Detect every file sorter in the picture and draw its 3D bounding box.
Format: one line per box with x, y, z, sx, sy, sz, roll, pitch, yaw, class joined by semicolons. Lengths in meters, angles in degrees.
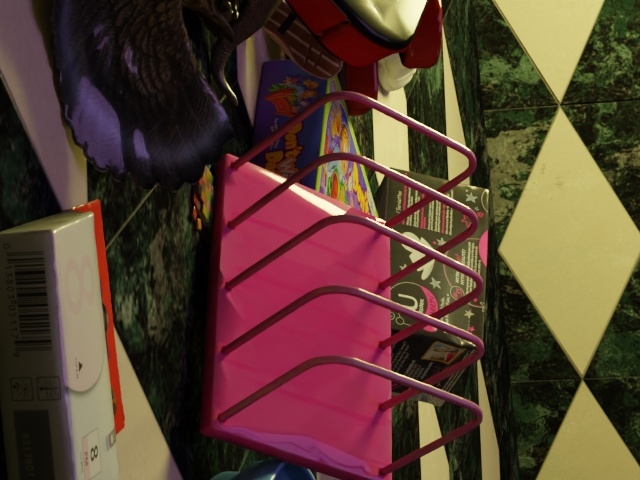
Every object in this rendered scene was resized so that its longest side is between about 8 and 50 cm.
0.031;0.042;1.563;0.202;0.182;0.291;23;52;-30;file sorter

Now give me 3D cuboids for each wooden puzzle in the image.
-0.108;-0.044;1.595;0.049;0.006;0.083;66;24;-58;wooden puzzle

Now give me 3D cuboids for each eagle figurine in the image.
-0.119;-0.209;1.283;0.226;0.225;0.298;-27;157;-34;eagle figurine

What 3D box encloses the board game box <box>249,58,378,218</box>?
0.000;0.000;1.909;0.347;0.078;0.233;71;20;-50;board game box

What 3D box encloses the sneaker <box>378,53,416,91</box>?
0.128;-0.271;2.523;0.212;0.094;0.080;33;53;-75;sneaker

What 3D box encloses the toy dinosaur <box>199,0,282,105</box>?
-0.059;-0.289;1.624;0.160;0.121;0.314;-36;119;-60;toy dinosaur

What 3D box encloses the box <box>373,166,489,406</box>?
0.118;0.059;2.186;0.163;0.142;0.247;117;-17;-53;box

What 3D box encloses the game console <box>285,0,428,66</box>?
-0.009;-0.360;1.550;0.342;0.060;0.387;51;32;-20;game console

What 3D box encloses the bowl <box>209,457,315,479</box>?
-0.055;0.393;1.565;0.391;0.077;0.391;-3;90;-78;bowl

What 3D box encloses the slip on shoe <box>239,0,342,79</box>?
-0.031;-0.222;1.796;0.135;0.051;0.041;35;15;-23;slip on shoe

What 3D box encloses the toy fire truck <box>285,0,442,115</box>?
0.032;-0.293;1.992;0.254;0.169;0.302;155;-68;-82;toy fire truck

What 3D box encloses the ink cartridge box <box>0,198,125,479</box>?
-0.163;0.071;1.213;0.232;0.066;0.189;-27;113;-72;ink cartridge box
